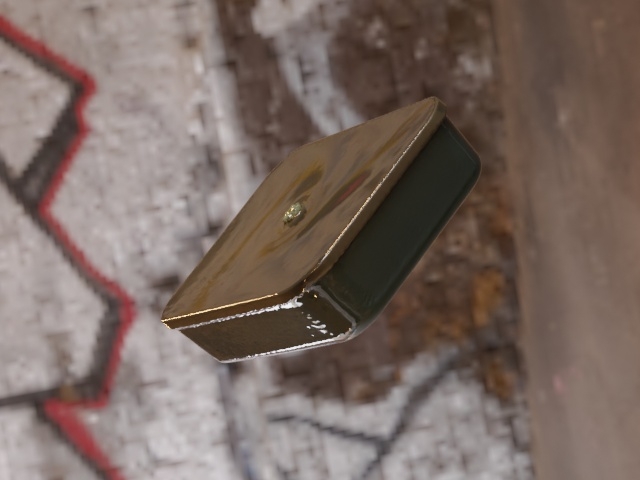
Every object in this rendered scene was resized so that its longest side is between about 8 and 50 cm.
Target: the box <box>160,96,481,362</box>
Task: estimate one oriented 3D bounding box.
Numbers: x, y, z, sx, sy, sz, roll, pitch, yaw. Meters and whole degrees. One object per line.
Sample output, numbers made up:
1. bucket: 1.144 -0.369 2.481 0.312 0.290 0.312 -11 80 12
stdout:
1. box: 0.000 0.000 0.658 0.031 0.091 0.126 44 155 -15
